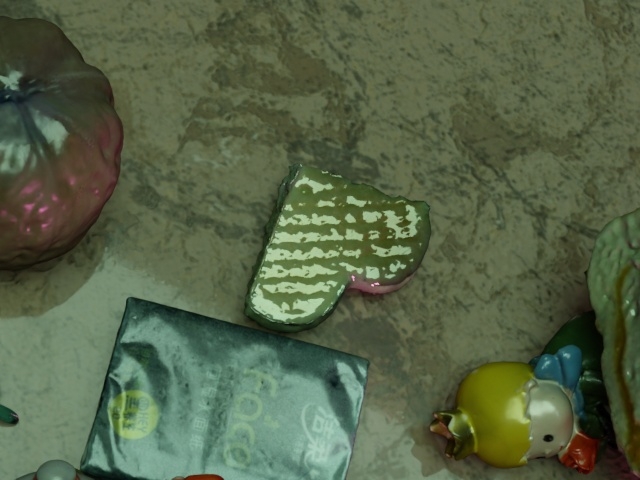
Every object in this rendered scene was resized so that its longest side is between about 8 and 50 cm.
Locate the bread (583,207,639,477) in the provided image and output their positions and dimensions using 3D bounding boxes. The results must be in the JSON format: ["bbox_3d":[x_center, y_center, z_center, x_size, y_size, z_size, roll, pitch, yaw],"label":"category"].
[{"bbox_3d":[0.451,0.129,1.537,0.341,0.210,0.300,20,61,-40],"label":"bread"}]

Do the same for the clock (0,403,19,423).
[{"bbox_3d":[-0.366,0.149,1.507,0.135,0.041,0.101,44,70,3],"label":"clock"}]

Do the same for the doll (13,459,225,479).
[{"bbox_3d":[-0.190,0.285,1.446,0.337,0.199,0.105,5,36,-6],"label":"doll"}]

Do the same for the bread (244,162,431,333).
[{"bbox_3d":[0.000,0.000,1.612,0.232,0.064,0.172,-27,80,-19],"label":"bread"}]

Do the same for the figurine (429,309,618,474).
[{"bbox_3d":[0.245,0.191,1.583,0.234,0.127,0.185,-30,89,-28],"label":"figurine"}]

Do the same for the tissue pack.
[{"bbox_3d":[-0.095,0.179,1.531,0.257,0.081,0.185,15,72,-5],"label":"tissue pack"}]

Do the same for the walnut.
[{"bbox_3d":[-0.316,-0.094,1.493,0.248,0.248,0.248,3,73,-10],"label":"walnut"}]
